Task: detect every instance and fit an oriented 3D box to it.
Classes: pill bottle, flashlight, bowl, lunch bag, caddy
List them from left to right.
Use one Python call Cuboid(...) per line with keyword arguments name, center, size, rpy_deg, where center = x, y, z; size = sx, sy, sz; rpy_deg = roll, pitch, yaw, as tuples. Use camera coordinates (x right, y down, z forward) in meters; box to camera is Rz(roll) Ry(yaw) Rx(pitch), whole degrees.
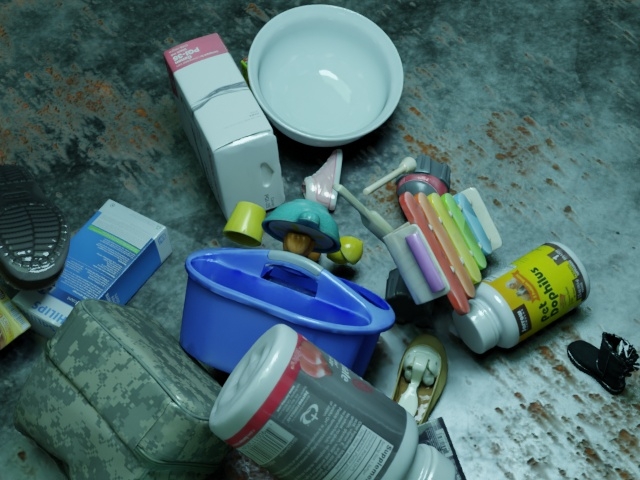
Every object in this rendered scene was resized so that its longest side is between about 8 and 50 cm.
Cuboid(name="lunch bag", center=(-0.298, 0.268, 1.562), size=(0.305, 0.212, 0.256), rpy_deg=(40, 96, 29))
Cuboid(name="caddy", center=(-0.055, 0.106, 1.633), size=(0.341, 0.179, 0.241), rpy_deg=(19, 17, 17))
Cuboid(name="bowl", center=(0.001, -0.291, 2.008), size=(0.297, 0.134, 0.298), rpy_deg=(4, 65, -8))
Cuboid(name="pill bottle", center=(0.022, 0.270, 1.437), size=(0.318, 0.176, 0.176), rpy_deg=(36, 56, -10))
Cuboid(name="flashlight", center=(0.163, -0.007, 1.815), size=(0.103, 0.103, 0.304), rpy_deg=(8, 52, 9))
Cuboid(name="pill bottle", center=(0.324, 0.097, 1.713), size=(0.215, 0.117, 0.117), rpy_deg=(-29, 55, -18))

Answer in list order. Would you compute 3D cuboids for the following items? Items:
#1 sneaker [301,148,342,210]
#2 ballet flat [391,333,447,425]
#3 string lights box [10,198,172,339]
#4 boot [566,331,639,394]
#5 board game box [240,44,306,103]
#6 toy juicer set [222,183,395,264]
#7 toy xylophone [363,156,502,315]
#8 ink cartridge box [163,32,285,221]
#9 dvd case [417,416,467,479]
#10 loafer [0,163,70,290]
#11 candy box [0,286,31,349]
Cuboid(name="sneaker", center=(0.002, -0.118, 1.946), size=(0.070, 0.051, 0.134), rpy_deg=(8, 57, 3))
Cuboid(name="ballet flat", center=(0.153, 0.230, 1.647), size=(0.080, 0.073, 0.232), rpy_deg=(12, 53, 10))
Cuboid(name="string lights box", center=(-0.390, 0.059, 1.817), size=(0.133, 0.077, 0.260), rpy_deg=(25, 58, 22))
Cuboid(name="boot", center=(0.443, 0.178, 1.651), size=(0.045, 0.099, 0.121), rpy_deg=(-31, 56, -21))
Cuboid(name="board game box", center=(-0.069, -0.353, 2.110), size=(0.181, 0.092, 0.043), rpy_deg=(-30, 57, -19))
Cuboid(name="toy juicer set", center=(0.000, 0.000, 1.721), size=(0.329, 0.209, 0.090), rpy_deg=(-9, 59, 53))
Cuboid(name="toy xylophone", center=(0.180, -0.018, 1.675), size=(0.081, 0.236, 0.323), rpy_deg=(-27, 9, 28))
Cuboid(name="ink cartridge box", center=(-0.176, -0.206, 1.928), size=(0.117, 0.207, 0.283), rpy_deg=(-21, 53, -11))
Cuboid(name="dvd case", center=(0.106, 0.372, 1.533), size=(0.221, 0.018, 0.165), rpy_deg=(-19, 78, -11))
Cuboid(name="loafer", center=(-0.513, -0.007, 1.816), size=(0.133, 0.130, 0.366), rpy_deg=(-6, 31, -22))
Cuboid(name="candy box", center=(-0.579, 0.104, 1.726), size=(0.109, 0.053, 0.187), rpy_deg=(-36, 96, 7))
